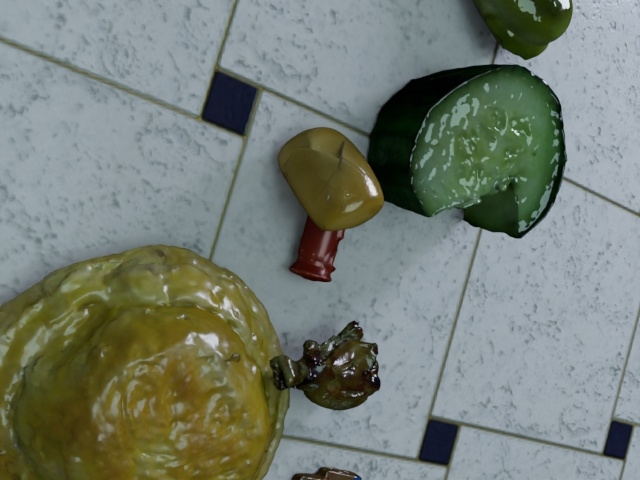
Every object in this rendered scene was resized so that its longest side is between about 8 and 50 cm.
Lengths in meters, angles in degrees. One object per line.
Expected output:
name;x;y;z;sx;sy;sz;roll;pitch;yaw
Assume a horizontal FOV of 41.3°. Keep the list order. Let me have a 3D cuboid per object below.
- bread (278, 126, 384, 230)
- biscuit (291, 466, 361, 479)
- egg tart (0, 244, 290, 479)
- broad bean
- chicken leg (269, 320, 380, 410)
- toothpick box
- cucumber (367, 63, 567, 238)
bread;0.011;-0.066;0.819;0.082;0.115;0.056;-15;145;-21
biscuit;-0.006;0.289;0.901;0.130;0.019;0.119;-36;113;-25
egg tart;-0.146;0.155;0.733;0.319;0.128;0.319;-6;101;-32
broad bean;0.219;-0.292;0.955;0.124;0.082;0.174;-30;100;-27
chicken leg;0.006;0.122;0.829;0.178;0.070;0.093;12;91;-58
toothpick box;0.000;0.000;0.857;0.047;0.047;0.083;18;86;-33
cucumber;0.155;-0.102;0.903;0.191;0.130;0.191;-3;96;-28
